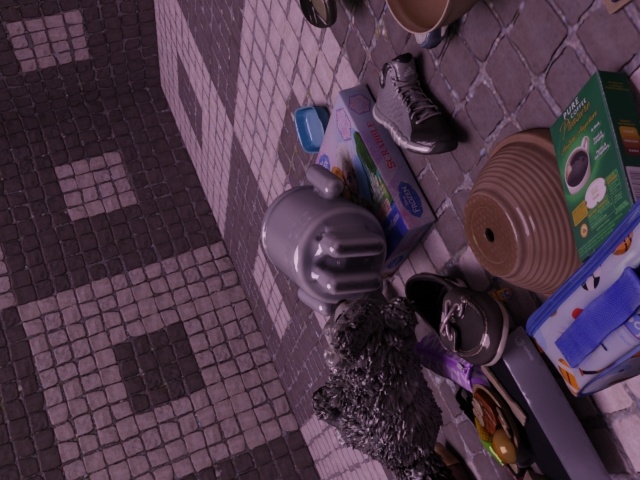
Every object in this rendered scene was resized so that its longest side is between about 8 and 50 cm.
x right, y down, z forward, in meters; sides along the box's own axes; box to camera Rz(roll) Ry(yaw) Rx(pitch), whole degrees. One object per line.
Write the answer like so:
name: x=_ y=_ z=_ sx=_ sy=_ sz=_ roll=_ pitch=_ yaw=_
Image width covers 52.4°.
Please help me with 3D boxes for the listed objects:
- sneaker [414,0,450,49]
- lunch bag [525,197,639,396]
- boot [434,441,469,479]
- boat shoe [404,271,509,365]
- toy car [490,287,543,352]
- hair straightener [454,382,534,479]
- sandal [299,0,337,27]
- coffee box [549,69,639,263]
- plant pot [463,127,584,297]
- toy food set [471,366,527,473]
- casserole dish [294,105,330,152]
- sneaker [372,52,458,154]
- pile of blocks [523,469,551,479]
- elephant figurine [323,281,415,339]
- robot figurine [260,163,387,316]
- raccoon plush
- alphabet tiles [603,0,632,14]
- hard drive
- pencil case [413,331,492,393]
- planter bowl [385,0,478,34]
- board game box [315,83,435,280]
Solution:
sneaker: x=0.102 y=-0.412 z=0.961 sx=0.283 sy=0.122 sz=0.110 roll=71 pitch=162 yaw=0
lunch bag: x=0.318 y=0.020 z=0.557 sx=0.303 sy=0.243 sz=0.115 roll=100 pitch=146 yaw=-57
boot: x=0.290 y=0.598 z=1.453 sx=0.207 sy=0.090 sz=0.249 roll=-125 pitch=28 yaw=-46
boat shoe: x=0.207 y=0.120 z=1.052 sx=0.335 sy=0.095 sz=0.112 roll=-109 pitch=30 yaw=-82
toy car: x=0.312 y=0.116 z=0.996 sx=0.122 sy=0.040 sz=0.060 roll=62 pitch=179 yaw=23
hair straightener: x=0.317 y=0.331 z=1.208 sx=0.230 sy=0.047 sz=0.089 roll=-124 pitch=23 yaw=-50
sandal: x=-0.007 y=-0.519 z=1.260 sx=0.120 sy=0.086 sz=0.303 roll=82 pitch=175 yaw=-45
coffee box: x=0.309 y=-0.080 z=0.712 sx=0.113 sy=0.040 sz=0.184 roll=108 pitch=163 yaw=-61
plant pot: x=0.271 y=-0.023 z=0.873 sx=0.237 sy=0.109 sz=0.237 roll=54 pitch=155 yaw=41
toy food set: x=0.276 y=0.294 z=1.047 sx=0.192 sy=0.038 sz=0.132 roll=77 pitch=165 yaw=-45
casserole dish: x=-0.014 y=-0.271 z=1.580 sx=0.188 sy=0.036 sz=0.114 roll=-162 pitch=55 yaw=-69
sneaker: x=0.148 y=-0.234 z=1.070 sx=0.229 sy=0.086 sz=0.132 roll=-131 pitch=31 yaw=-52
pile of blocks: x=0.354 y=0.503 z=1.114 sx=0.362 sy=0.112 sz=0.149 roll=100 pitch=-171 yaw=-60
elephant figurine: x=0.133 y=0.241 z=1.491 sx=0.239 sy=0.186 sz=0.169 roll=49 pitch=-157 yaw=-12
robot figurine: x=0.000 y=0.000 z=1.323 sx=0.353 sy=0.199 sz=0.300 roll=-147 pitch=61 yaw=-62
raccoon plush: x=0.172 y=0.288 z=1.152 sx=0.446 sy=0.216 sz=0.299 roll=38 pitch=151 yaw=16
alphabet tiles: x=0.276 y=-0.416 z=0.630 sx=0.285 sy=0.011 sz=0.343 roll=145 pitch=105 yaw=-72
hard drive: x=0.327 y=0.256 z=0.991 sx=0.255 sy=0.054 sz=0.172 roll=62 pitch=172 yaw=7
pencil case: x=0.254 y=0.225 z=1.194 sx=0.206 sy=0.088 sz=0.087 roll=-172 pitch=85 yaw=-71
planter bowl: x=0.163 y=-0.362 z=0.849 sx=0.162 sy=0.109 sz=0.162 roll=50 pitch=151 yaw=42
board game box: x=0.097 y=-0.103 z=1.371 sx=0.319 sy=0.065 sz=0.318 roll=112 pitch=136 yaw=-64
